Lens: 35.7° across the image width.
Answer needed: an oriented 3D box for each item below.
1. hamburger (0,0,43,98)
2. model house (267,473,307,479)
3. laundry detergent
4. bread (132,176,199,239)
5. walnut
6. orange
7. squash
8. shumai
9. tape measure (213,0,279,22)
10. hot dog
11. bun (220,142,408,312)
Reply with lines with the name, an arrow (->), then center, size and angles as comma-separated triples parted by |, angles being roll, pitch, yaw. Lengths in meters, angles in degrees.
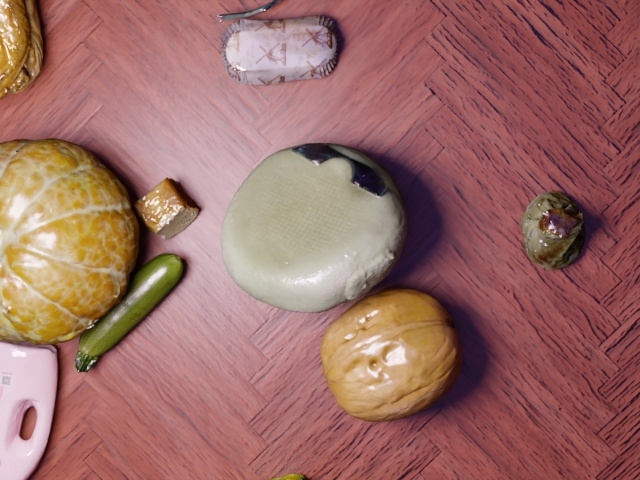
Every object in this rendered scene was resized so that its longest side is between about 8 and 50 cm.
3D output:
hamburger -> -0.600, -0.342, 1.592 | 0.319, 0.158, 0.318 | 0, 92, 5
model house -> -0.044, 0.479, 1.537 | 0.303, 0.237, 0.215 | 10, 92, 7
laundry detergent -> -0.529, 0.328, 1.650 | 0.159, 0.088, 0.335 | 10, 94, 5
bread -> -0.250, -0.052, 1.615 | 0.083, 0.077, 0.070 | -38, 77, 6
walnut -> 0.107, 0.178, 1.536 | 0.222, 0.195, 0.195 | -31, 89, 13
orange -> -0.445, 0.000, 1.544 | 0.329, 0.249, 0.329 | 1, 94, 12
squash -> -0.320, 0.111, 1.629 | 0.252, 0.066, 0.066 | -44, 88, 6
shumai -> 0.368, -0.014, 1.546 | 0.099, 0.087, 0.123 | -10, 93, 5
tape measure -> -0.068, -0.488, 1.583 | 0.330, 0.084, 0.164 | -41, 88, 16
hot dog -> -0.066, -0.304, 1.592 | 0.191, 0.059, 0.108 | -3, 94, 3
bun -> 0.000, 0.000, 1.532 | 0.293, 0.187, 0.293 | -12, 53, 16
